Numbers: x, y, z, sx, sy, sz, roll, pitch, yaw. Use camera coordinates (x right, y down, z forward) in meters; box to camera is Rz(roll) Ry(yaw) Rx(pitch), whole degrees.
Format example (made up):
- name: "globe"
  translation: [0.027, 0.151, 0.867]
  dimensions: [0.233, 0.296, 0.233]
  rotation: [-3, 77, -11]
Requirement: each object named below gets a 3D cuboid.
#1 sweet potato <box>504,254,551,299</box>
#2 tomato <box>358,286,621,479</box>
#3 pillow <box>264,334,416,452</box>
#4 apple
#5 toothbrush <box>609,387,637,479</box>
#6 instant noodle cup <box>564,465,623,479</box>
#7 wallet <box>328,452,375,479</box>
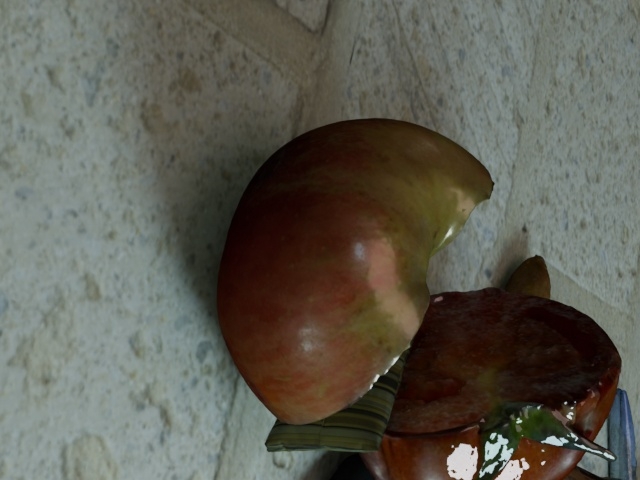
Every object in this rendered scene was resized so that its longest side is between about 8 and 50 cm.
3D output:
- name: "sweet potato"
  translation: [0.227, 0.105, 1.665]
  dimensions: [0.065, 0.051, 0.218]
  rotation: [48, 53, -41]
- name: "tomato"
  translation: [0.151, 0.180, 1.431]
  dimensions: [0.309, 0.309, 0.170]
  rotation: [-29, 123, -48]
- name: "pillow"
  translation: [0.027, 0.122, 1.340]
  dimensions: [0.203, 0.113, 0.038]
  rotation: [-68, 149, -48]
- name: "apple"
  translation: [0.000, 0.000, 1.275]
  dimensions: [0.163, 0.251, 0.293]
  rotation: [42, 57, -16]
- name: "toothbrush"
  translation: [0.399, 0.401, 1.872]
  dimensions: [0.042, 0.035, 0.413]
  rotation: [0, 88, -48]
- name: "instant noodle cup"
  translation: [0.233, 0.324, 1.550]
  dimensions: [0.207, 0.217, 0.217]
  rotation: [36, 61, -36]
- name: "wallet"
  translation: [-0.008, 0.383, 1.337]
  dimensions: [0.197, 0.051, 0.377]
  rotation: [55, 48, -9]
